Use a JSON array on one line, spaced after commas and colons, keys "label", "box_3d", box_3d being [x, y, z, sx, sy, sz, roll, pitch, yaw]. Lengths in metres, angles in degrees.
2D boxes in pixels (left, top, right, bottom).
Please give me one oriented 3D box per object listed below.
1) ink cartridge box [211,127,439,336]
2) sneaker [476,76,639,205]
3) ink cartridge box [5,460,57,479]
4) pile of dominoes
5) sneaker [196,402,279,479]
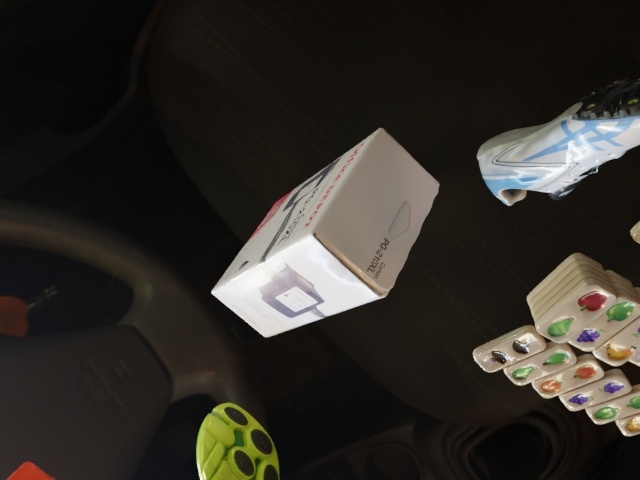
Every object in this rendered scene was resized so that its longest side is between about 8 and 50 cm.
[{"label": "ink cartridge box", "box_3d": [0.000, 0.000, 0.637, 0.100, 0.172, 0.237, 42, 144, -15]}, {"label": "sneaker", "box_3d": [0.247, -0.088, 0.528, 0.086, 0.085, 0.237, 57, 159, -6]}, {"label": "ink cartridge box", "box_3d": [-0.265, 0.319, 0.325, 0.308, 0.385, 0.091, 19, 128, 27]}, {"label": "pile of dominoes", "box_3d": [0.278, 0.099, 0.443, 0.251, 0.040, 0.196, 27, 124, -12]}, {"label": "sneaker", "box_3d": [-0.100, 0.363, 0.740, 0.123, 0.109, 0.296, -15, 98, 50]}]
